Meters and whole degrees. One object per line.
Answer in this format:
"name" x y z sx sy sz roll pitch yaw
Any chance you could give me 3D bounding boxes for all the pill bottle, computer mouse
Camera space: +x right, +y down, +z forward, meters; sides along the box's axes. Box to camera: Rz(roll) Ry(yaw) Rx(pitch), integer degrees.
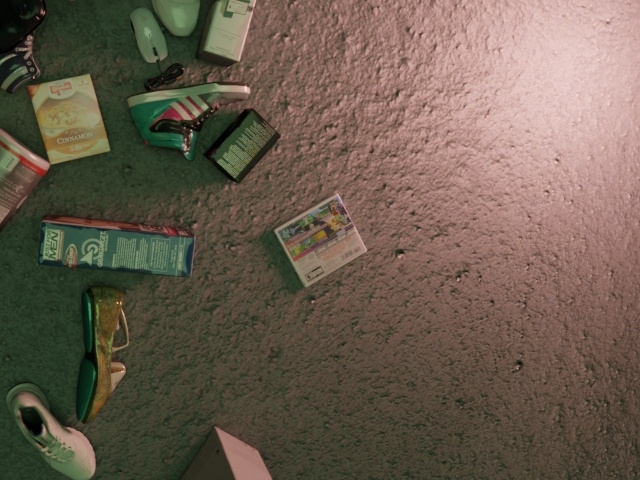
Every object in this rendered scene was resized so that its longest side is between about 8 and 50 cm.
"pill bottle" -0.764 -0.107 1.710 0.161 0.161 0.283 38 87 -18
"computer mouse" -0.408 -0.469 1.827 0.106 0.042 0.192 -23 104 -11

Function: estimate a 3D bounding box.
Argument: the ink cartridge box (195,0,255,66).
"ink cartridge box" -0.221 -0.540 1.813 0.093 0.160 0.219 15 92 -18

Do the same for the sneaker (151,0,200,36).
"sneaker" -0.337 -0.637 1.769 0.114 0.152 0.305 -5 100 -18

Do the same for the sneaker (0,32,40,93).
"sneaker" -0.674 -0.469 1.719 0.153 0.099 0.282 36 90 -17

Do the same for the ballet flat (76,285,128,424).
"ballet flat" -0.534 0.284 1.865 0.123 0.123 0.348 3 97 -17

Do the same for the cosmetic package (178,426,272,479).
"cosmetic package" -0.229 0.649 1.858 0.156 0.385 0.217 35 87 -18

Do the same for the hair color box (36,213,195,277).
"hair color box" -0.485 0.011 1.803 0.347 0.174 0.105 6 95 -18

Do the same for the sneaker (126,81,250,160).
"sneaker" -0.307 -0.285 1.839 0.296 0.124 0.178 -10 96 -7

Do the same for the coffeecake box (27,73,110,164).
"coffeecake box" -0.591 -0.286 1.785 0.142 0.068 0.185 -16 101 -13

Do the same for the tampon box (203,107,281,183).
"tampon box" -0.197 -0.236 1.882 0.101 0.120 0.161 43 84 -18

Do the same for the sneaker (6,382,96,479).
"sneaker" -0.661 0.486 1.842 0.111 0.129 0.297 -40 108 -10

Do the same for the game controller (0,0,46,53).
"game controller" -0.718 -0.562 1.638 0.166 0.067 0.319 -38 76 21

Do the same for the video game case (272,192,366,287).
"video game case" 0.000 0.000 2.026 0.201 0.023 0.183 -30 105 -10
